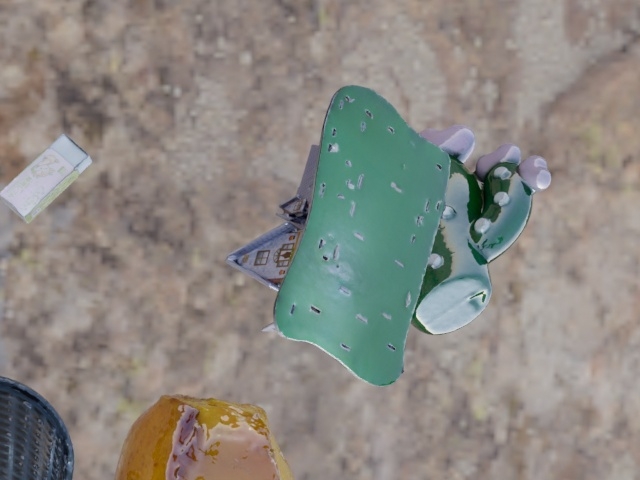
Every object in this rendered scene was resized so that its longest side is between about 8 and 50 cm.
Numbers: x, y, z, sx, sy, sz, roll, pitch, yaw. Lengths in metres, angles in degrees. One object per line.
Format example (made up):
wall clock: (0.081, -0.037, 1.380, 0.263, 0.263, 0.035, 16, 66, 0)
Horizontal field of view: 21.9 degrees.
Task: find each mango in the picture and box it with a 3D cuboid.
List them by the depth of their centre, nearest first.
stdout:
mango: (-0.094, 0.313, 1.564, 0.201, 0.199, 0.350, -4, 93, -38)

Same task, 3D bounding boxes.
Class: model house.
model house: (0.000, 0.000, 1.007, 0.117, 0.088, 0.167, 30, 65, -39)

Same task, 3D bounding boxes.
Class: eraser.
eraser: (-0.250, -0.057, 1.510, 0.083, 0.038, 0.019, -44, 159, -15)

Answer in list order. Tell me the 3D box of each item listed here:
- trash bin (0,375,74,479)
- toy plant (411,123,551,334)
trash bin: (-0.282, 0.217, 1.347, 0.175, 0.161, 0.175, -5, 110, -13)
toy plant: (0.099, -0.015, 1.628, 0.232, 0.243, 0.112, -49, 129, -10)
